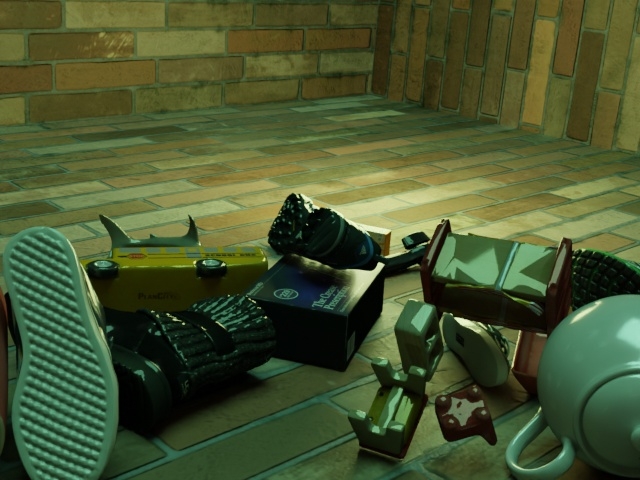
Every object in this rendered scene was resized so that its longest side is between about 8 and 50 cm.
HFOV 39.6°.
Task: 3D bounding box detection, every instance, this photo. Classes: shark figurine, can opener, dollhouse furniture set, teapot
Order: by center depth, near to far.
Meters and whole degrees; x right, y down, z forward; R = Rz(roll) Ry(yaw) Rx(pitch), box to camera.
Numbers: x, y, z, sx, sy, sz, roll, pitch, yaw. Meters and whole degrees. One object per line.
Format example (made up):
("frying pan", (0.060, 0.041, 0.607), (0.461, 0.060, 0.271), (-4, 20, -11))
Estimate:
("teapot", (0.386, 0.203, 1.105), (0.252, 0.256, 0.187), (16, 24, 7))
("dollhouse furniture set", (0.210, 0.157, 1.243), (0.201, 0.152, 0.374), (12, 53, 24))
("shark figurine", (-0.289, 0.001, 1.744), (0.278, 0.116, 0.166), (18, 22, 31))
("can opener", (0.165, 0.040, 1.821), (0.186, 0.059, 0.073), (-24, 59, -37))

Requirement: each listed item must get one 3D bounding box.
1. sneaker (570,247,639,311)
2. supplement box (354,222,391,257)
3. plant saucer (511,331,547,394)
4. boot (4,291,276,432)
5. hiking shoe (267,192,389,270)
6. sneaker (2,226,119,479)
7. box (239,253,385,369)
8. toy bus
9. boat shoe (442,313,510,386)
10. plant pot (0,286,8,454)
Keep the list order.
("sneaker", (0.598, 0.111, 1.623), (0.343, 0.134, 0.146), (25, 20, 28))
("supplement box", (0.098, 0.001, 1.900), (0.098, 0.062, 0.036), (11, 21, 22))
("plant saucer", (0.441, 0.199, 1.411), (0.259, 0.048, 0.258), (10, 19, 14))
("boot", (-0.265, 0.134, 1.306), (0.348, 0.131, 0.260), (27, 34, 26))
("hiking shoe", (0.000, 0.000, 1.558), (0.132, 0.113, 0.304), (30, 0, -22))
("sneaker", (-0.314, 0.150, 1.095), (0.126, 0.321, 0.127), (-8, -14, -9))
("box", (-0.009, 0.108, 1.504), (0.184, 0.103, 0.261), (7, 18, 15))
("toy bus", (-0.259, 0.074, 1.530), (0.332, 0.108, 0.130), (-1, 19, -14))
("boat shoe", (0.263, 0.166, 1.421), (0.070, 0.078, 0.219), (-1, 18, -12))
("plant pot", (-0.480, 0.162, 1.015), (0.275, 0.275, 0.243), (-5, 31, -26))
